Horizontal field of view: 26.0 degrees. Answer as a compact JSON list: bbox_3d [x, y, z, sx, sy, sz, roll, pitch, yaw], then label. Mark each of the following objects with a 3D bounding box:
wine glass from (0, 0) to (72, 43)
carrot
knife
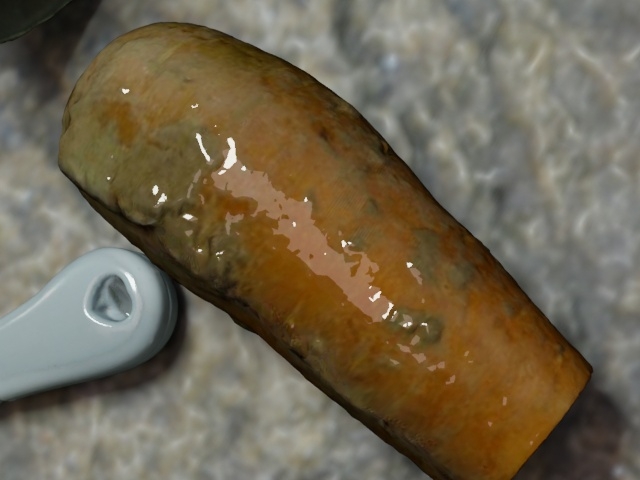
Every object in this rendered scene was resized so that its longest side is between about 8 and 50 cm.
[{"bbox_3d":[-0.324,-0.293,0.777,0.406,0.267,0.267,23,91,20],"label":"wine glass"},{"bbox_3d":[0.000,0.000,0.721,0.302,0.139,0.139,37,95,9],"label":"carrot"},{"bbox_3d":[-0.235,0.082,0.826,0.331,0.044,0.080,-22,80,16],"label":"knife"}]
